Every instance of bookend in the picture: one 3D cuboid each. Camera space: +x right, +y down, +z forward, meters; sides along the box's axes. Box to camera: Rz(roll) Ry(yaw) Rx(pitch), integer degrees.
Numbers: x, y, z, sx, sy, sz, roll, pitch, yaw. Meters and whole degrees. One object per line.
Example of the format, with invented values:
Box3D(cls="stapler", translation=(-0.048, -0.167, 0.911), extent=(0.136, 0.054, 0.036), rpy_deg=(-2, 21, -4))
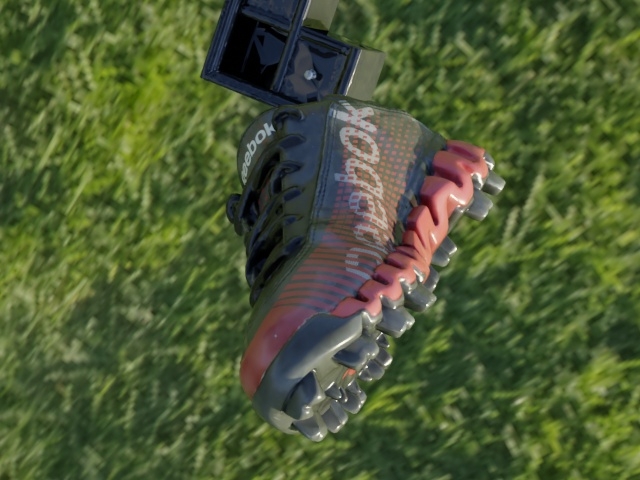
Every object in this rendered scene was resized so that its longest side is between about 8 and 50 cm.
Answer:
Box3D(cls="bookend", translation=(-0.007, -0.193, 1.628), extent=(0.157, 0.072, 0.156), rpy_deg=(25, 102, 23))

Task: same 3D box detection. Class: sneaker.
Box3D(cls="sneaker", translation=(0.000, 0.000, 0.924), extent=(0.135, 0.097, 0.276), rpy_deg=(34, 32, 1))
